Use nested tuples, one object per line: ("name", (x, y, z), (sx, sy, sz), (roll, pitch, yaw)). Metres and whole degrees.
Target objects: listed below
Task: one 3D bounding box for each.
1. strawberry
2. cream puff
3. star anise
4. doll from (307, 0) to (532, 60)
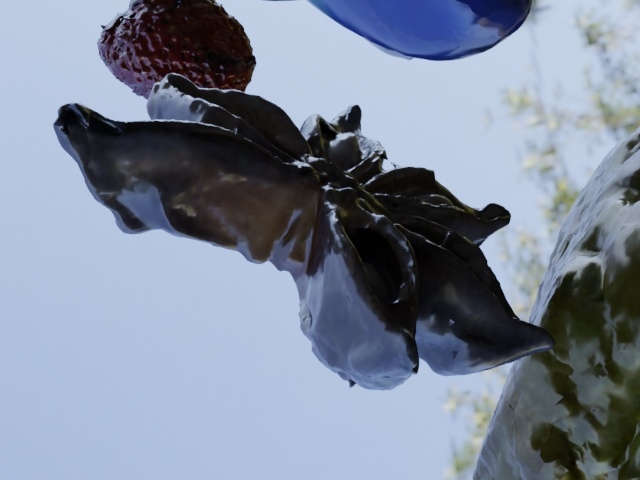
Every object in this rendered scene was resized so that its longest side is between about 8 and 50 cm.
("strawberry", (-0.084, -0.116, 1.134), (0.096, 0.083, 0.083), (38, -155, 25))
("cream puff", (0.169, 0.059, 0.862), (0.196, 0.244, 0.244), (45, -153, 24))
("star anise", (0.006, -0.005, 0.778), (0.172, 0.208, 0.063), (-23, -39, -57))
("doll", (0.051, -0.188, 0.610), (0.365, 0.187, 0.376), (-30, -35, -58))
